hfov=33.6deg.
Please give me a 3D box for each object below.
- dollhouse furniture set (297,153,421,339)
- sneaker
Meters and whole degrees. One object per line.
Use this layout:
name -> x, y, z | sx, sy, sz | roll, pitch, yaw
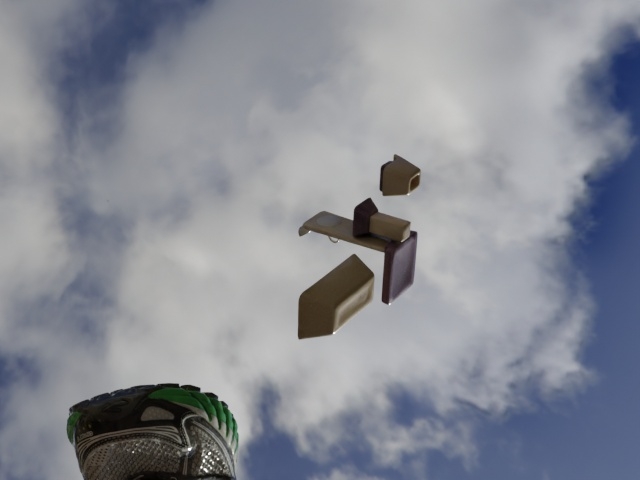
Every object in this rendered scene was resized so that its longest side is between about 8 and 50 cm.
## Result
dollhouse furniture set -> 0.000, 0.000, 0.666 | 0.081, 0.114, 0.091 | 18, -58, 28
sneaker -> -0.119, 0.250, 0.895 | 0.134, 0.146, 0.344 | -12, -49, 3
